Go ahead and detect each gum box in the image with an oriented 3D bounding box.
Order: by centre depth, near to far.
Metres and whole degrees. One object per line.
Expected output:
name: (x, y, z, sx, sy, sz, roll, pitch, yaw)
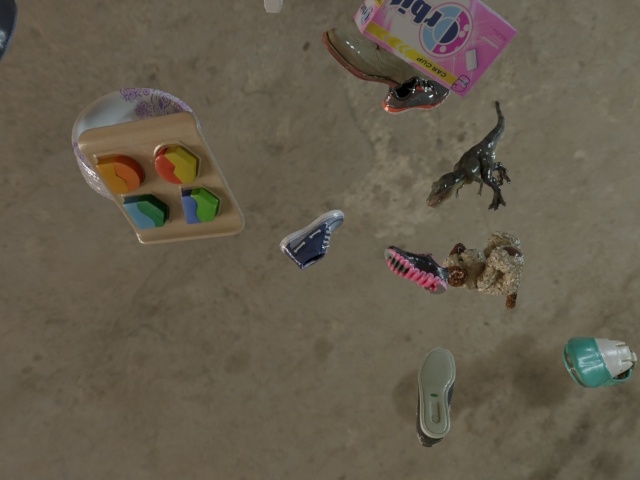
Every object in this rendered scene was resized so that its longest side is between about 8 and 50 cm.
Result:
gum box: (0.152, -0.278, 0.754, 0.188, 0.062, 0.107, 23, 123, -26)

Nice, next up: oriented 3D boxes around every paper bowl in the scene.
paper bowl: (-0.422, -0.207, 1.365, 0.283, 0.148, 0.285, 5, 58, -8)

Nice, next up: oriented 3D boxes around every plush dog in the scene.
plush dog: (0.473, 0.090, 1.725, 0.225, 0.262, 0.211, 5, 106, 14)

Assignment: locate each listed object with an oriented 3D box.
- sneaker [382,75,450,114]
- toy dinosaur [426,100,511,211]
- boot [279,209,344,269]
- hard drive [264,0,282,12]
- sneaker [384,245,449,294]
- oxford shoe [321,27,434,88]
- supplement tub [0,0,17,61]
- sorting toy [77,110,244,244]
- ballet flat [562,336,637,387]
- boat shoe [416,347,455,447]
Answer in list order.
sneaker: (0.203, -0.305, 1.186, 0.157, 0.065, 0.061, -23, 61, -18)
toy dinosaur: (0.289, -0.127, 1.020, 0.118, 0.064, 0.268, 51, 60, -19)
boot: (0.000, 0.000, 1.418, 0.190, 0.069, 0.086, -32, 61, -22)
hard drive: (-0.093, -0.665, 1.226, 0.040, 0.203, 0.308, 3, 58, 1)
sneaker: (0.162, 0.039, 0.964, 0.119, 0.047, 0.057, 32, 59, -3)
oxford shoe: (0.162, -0.481, 1.496, 0.348, 0.130, 0.123, 12, 52, -35)
supplement tub: (-0.226, -0.132, 0.224, 0.106, 0.106, 0.198, -62, 146, -5)
sorting toy: (-0.233, -0.079, 0.860, 0.192, 0.038, 0.208, -6, 130, 16)
ballet flat: (0.458, 0.190, 0.937, 0.087, 0.247, 0.083, -27, 64, 26)
boat shoe: (0.253, 0.345, 1.303, 0.083, 0.079, 0.233, 10, 47, 8)
